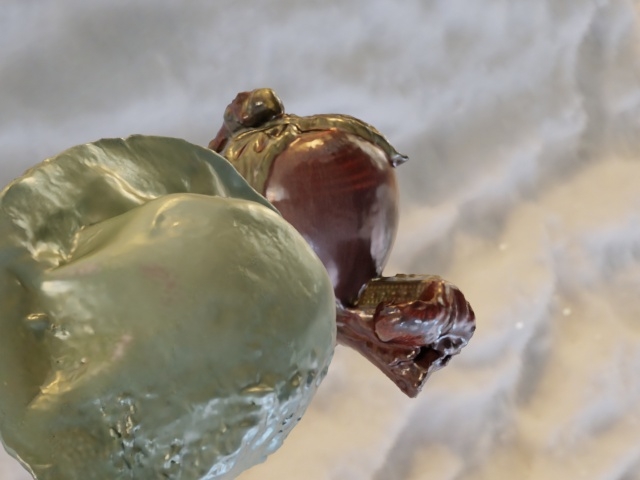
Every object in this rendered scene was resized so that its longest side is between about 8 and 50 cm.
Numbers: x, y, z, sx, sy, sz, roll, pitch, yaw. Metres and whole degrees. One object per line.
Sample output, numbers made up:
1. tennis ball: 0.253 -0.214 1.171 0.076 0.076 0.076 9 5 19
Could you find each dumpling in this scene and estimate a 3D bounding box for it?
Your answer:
1. dumpling: -0.056 0.030 0.652 0.219 0.108 0.152 -63 142 -53

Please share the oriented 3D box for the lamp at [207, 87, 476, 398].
1. lamp: 0.006 -0.008 1.170 0.151 0.215 0.223 -45 120 -38
